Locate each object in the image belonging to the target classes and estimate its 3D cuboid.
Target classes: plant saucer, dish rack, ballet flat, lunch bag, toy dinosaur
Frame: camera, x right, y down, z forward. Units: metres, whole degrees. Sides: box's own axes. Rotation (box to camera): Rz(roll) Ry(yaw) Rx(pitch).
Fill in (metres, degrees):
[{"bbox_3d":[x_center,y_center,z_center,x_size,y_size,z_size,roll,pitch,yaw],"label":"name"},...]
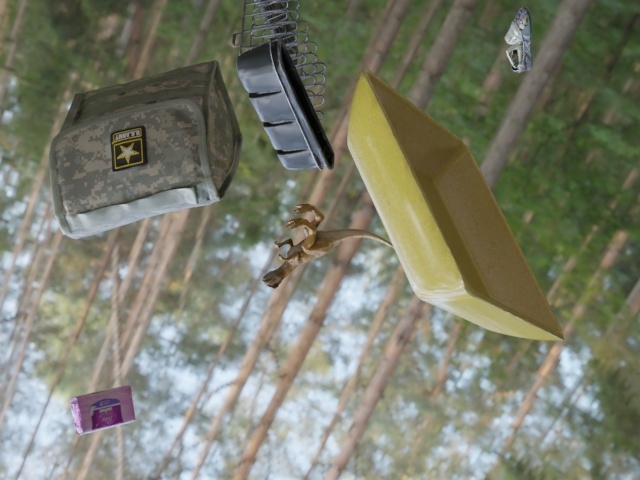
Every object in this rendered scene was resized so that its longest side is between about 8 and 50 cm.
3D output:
[{"bbox_3d":[0.159,-0.022,1.578,0.332,0.081,0.333,26,-144,-57],"label":"plant saucer"},{"bbox_3d":[-0.045,-0.241,1.602,0.074,0.208,0.271,-11,-133,14],"label":"dish rack"},{"bbox_3d":[0.290,-0.289,1.802,0.041,0.114,0.041,-6,-131,7],"label":"ballet flat"},{"bbox_3d":[-0.250,-0.124,1.775,0.235,0.169,0.287,-13,-150,8],"label":"lunch bag"},{"bbox_3d":[0.000,0.000,1.871,0.064,0.211,0.112,-109,-6,-62],"label":"toy dinosaur"}]

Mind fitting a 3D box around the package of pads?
[{"bbox_3d":[-0.285,0.223,1.619,0.083,0.050,0.032,-10,180,-35],"label":"package of pads"}]
